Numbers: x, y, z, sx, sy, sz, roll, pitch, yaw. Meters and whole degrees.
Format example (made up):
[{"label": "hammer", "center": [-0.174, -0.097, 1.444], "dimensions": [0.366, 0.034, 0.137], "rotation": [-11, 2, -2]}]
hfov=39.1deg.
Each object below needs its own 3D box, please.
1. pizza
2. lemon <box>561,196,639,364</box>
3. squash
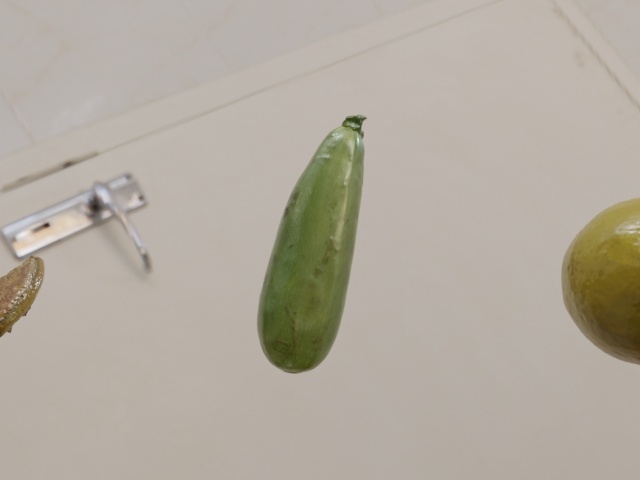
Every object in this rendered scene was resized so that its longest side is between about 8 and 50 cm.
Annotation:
[{"label": "pizza", "center": [-0.532, 0.100, 1.539], "dimensions": [0.134, 0.175, 0.046], "rotation": [-1, -45, 37]}, {"label": "lemon", "center": [0.343, 0.042, 0.942], "dimensions": [0.178, 0.178, 0.203], "rotation": [57, 7, 8]}, {"label": "squash", "center": [-0.007, -0.001, 1.237], "dimensions": [0.118, 0.118, 0.370], "rotation": [6, -98, 55]}]
